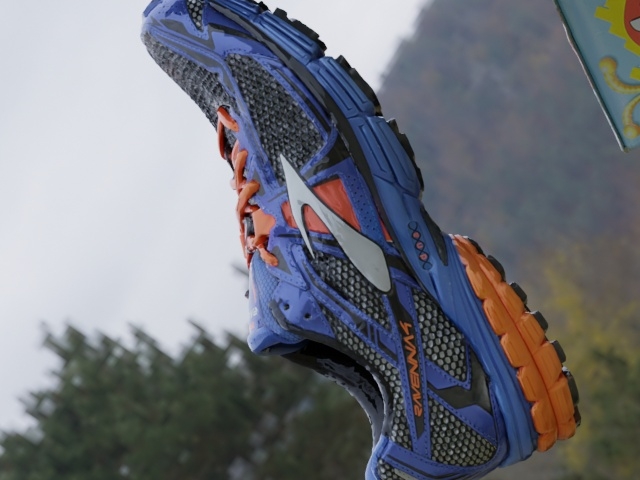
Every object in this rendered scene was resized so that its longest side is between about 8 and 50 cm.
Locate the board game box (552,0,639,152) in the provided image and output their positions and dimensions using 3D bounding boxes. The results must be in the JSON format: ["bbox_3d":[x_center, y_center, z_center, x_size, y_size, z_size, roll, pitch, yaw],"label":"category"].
[{"bbox_3d":[0.208,-0.173,0.762,0.275,0.142,0.144,-24,24,9],"label":"board game box"}]

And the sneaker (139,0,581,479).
[{"bbox_3d":[0.000,0.000,0.700,0.087,0.221,0.083,-36,-9,-9],"label":"sneaker"}]
